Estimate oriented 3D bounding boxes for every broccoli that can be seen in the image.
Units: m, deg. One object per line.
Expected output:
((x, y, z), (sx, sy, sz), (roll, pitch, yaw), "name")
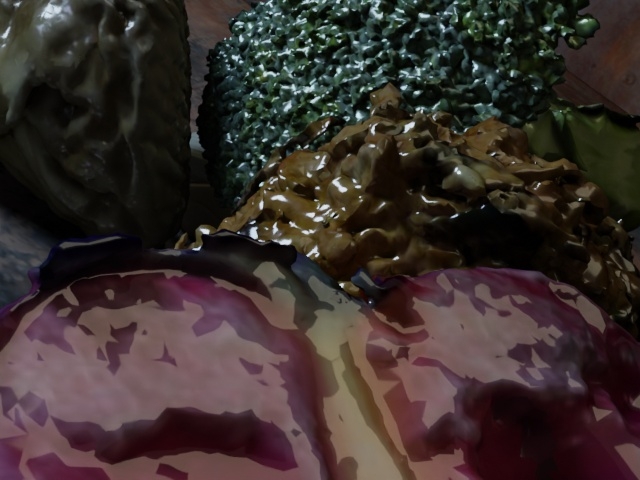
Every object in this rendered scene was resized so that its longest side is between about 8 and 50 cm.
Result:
((0.077, -0.049, 0.988), (0.221, 0.252, 0.361), (64, 12, 22), "broccoli")

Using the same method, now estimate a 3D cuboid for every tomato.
((0.002, 0.161, 0.538), (0.335, 0.176, 0.289), (2, 57, -31), "tomato")

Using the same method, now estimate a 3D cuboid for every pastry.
((0.041, 0.066, 0.736), (0.275, 0.275, 0.193), (25, 36, -26), "pastry")

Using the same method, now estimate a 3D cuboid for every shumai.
((-0.163, -0.086, 0.937), (0.176, 0.206, 0.166), (-4, 29, -2), "shumai")

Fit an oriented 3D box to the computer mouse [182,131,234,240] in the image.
((0.000, 0.000, 1.075), (0.236, 0.082, 0.145), (39, 20, 11), "computer mouse")
